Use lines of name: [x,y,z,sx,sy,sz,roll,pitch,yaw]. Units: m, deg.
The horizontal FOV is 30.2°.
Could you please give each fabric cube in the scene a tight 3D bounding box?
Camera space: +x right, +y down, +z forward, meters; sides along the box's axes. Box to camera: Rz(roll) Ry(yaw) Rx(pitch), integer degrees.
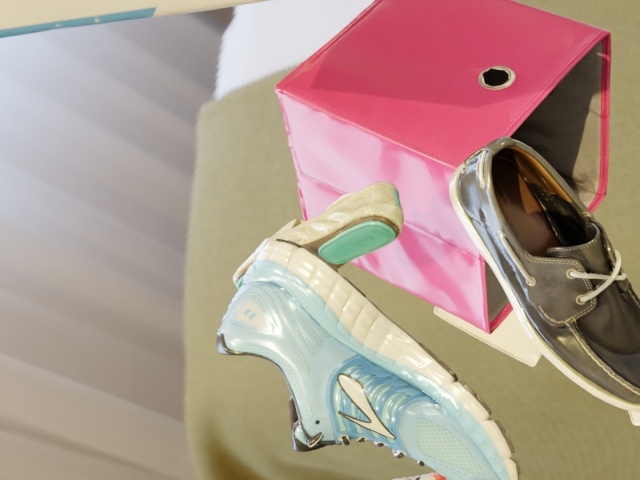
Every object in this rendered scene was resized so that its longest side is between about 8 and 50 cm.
fabric cube: [0.143,-0.106,1.305,0.258,0.259,0.254,28,58,31]

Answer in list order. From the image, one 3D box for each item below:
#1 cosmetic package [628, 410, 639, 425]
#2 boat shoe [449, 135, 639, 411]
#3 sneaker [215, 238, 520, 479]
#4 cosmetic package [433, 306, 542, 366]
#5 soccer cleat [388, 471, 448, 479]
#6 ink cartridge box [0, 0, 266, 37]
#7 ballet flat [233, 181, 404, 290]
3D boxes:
cosmetic package: [0.590,0.165,1.880,0.153,0.129,0.296,-7,18,35]
boat shoe: [0.184,0.026,0.872,0.084,0.233,0.079,-34,-5,-23]
sneaker: [0.020,0.074,0.542,0.073,0.162,0.063,-49,1,-5]
cosmetic package: [0.262,0.089,1.715,0.160,0.309,0.113,29,93,9]
soccer cleat: [0.067,0.182,0.861,0.035,0.083,0.029,29,127,39]
ink cartridge box: [-0.142,-0.204,0.659,0.233,0.171,0.168,19,120,63]
ballet flat: [0.000,0.000,0.967,0.168,0.057,0.052,-23,46,31]
